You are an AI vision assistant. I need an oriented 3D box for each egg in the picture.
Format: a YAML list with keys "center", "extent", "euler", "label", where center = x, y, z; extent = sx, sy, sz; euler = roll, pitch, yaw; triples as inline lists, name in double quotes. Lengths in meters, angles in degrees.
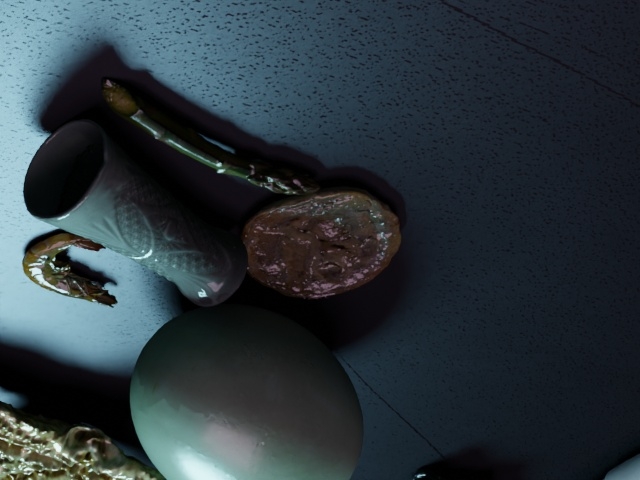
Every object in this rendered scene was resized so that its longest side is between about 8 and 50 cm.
- center: [-0.071, 0.172, 1.498]
  extent: [0.203, 0.203, 0.283]
  euler: [-28, 143, 23]
  label: "egg"

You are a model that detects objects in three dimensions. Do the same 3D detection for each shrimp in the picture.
- center: [-0.225, 0.029, 1.434]
  extent: [0.114, 0.023, 0.083]
  euler: [31, 125, -35]
  label: "shrimp"

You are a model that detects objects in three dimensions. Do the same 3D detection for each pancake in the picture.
- center: [0.000, 0.000, 1.437]
  extent: [0.158, 0.028, 0.158]
  euler: [-5, 139, -5]
  label: "pancake"

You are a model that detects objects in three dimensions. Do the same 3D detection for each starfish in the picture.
- center: [-0.324, 0.254, 1.642]
  extent: [0.432, 0.082, 0.324]
  euler: [21, 144, -16]
  label: "starfish"

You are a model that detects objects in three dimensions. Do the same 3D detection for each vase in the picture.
- center: [-0.156, -0.015, 1.340]
  extent: [0.096, 0.096, 0.219]
  euler: [-28, 141, 23]
  label: "vase"

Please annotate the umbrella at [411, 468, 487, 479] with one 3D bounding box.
- center: [0.207, 0.334, 1.870]
  extent: [0.224, 0.080, 0.071]
  euler: [25, 96, -40]
  label: "umbrella"

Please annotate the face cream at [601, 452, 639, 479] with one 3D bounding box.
- center: [0.441, 0.283, 1.818]
  extent: [0.102, 0.102, 0.345]
  euler: [26, 129, -36]
  label: "face cream"

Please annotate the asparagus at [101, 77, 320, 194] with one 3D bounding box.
- center: [-0.096, -0.081, 1.314]
  extent: [0.236, 0.027, 0.034]
  euler: [25, 119, -35]
  label: "asparagus"
